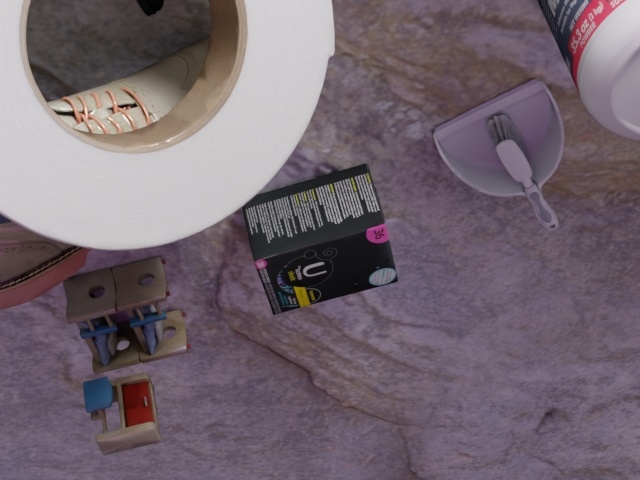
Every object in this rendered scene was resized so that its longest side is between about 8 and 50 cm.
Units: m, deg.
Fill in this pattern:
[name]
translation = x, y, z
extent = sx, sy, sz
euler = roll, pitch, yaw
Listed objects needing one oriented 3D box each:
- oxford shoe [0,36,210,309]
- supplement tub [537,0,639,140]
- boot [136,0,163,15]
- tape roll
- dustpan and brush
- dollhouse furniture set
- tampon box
[oxford shoe]
translation = -0.200, -0.089, 1.266
extent = 0.397, 0.140, 0.146
euler = -41, 158, -17
[supplement tub]
translation = 0.300, -0.246, 1.227
extent = 0.191, 0.272, 0.191
euler = -9, 141, -7
[boot]
translation = -0.142, -0.275, 1.242
extent = 0.099, 0.045, 0.121
euler = -22, 143, 1
[tape roll]
translation = -0.171, -0.184, 1.149
extent = 0.392, 0.072, 0.392
euler = -8, 107, -26
[dustpan and brush]
translation = 0.242, -0.085, 1.577
extent = 0.147, 0.060, 0.211
euler = -26, 140, 14
[dollhouse furniture set]
translation = -0.229, 0.140, 1.606
extent = 0.129, 0.184, 0.129
euler = -14, 142, -1
[tampon box]
translation = 0.000, 0.000, 1.572
extent = 0.161, 0.101, 0.120
euler = -16, 142, 1
